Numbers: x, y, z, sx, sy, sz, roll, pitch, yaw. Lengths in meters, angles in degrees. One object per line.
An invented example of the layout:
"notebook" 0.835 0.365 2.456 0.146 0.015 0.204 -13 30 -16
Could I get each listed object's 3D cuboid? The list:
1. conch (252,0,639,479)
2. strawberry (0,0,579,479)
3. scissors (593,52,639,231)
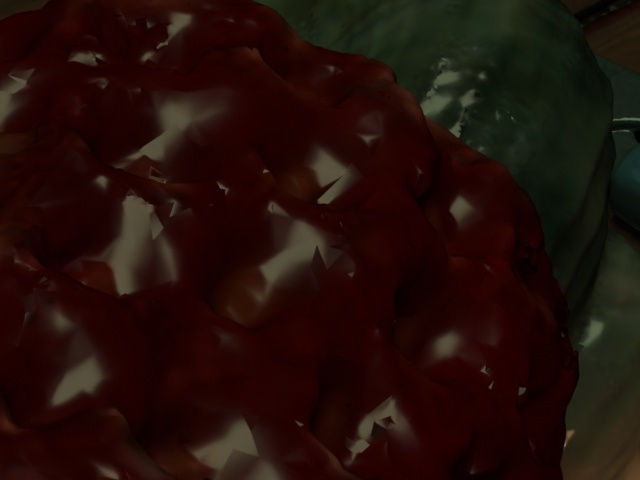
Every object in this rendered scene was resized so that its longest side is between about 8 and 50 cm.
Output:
"conch" 0.000 0.000 0.626 0.277 0.195 0.220 32 62 -1
"strawberry" -0.076 0.086 0.426 0.317 0.295 0.345 25 71 28
"scissors" 0.106 -0.051 0.761 0.447 0.029 0.192 32 53 28
